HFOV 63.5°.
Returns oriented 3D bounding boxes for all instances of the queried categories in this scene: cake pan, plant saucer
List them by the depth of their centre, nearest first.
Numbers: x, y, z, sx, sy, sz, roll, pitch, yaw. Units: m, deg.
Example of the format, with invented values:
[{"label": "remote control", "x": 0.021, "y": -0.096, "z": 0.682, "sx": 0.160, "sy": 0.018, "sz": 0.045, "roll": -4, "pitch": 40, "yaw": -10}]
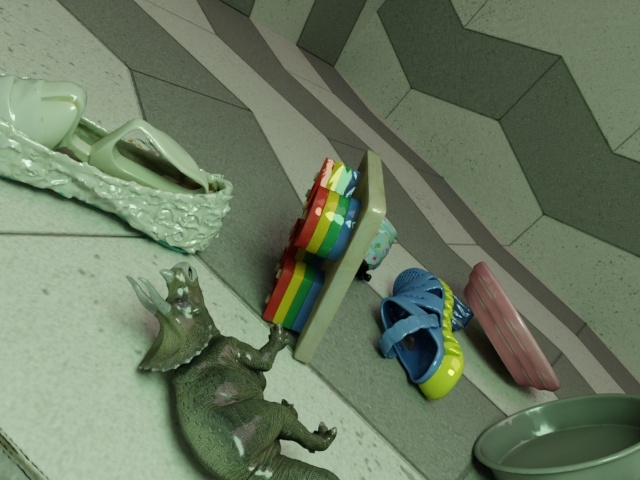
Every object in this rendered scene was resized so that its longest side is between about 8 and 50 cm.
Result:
[{"label": "cake pan", "x": 0.394, "y": 0.320, "z": 0.817, "sx": 0.293, "sy": 0.293, "sz": 0.054, "roll": -8, "pitch": 77, "yaw": -62}, {"label": "plant saucer", "x": 0.437, "y": 0.209, "z": 1.221, "sx": 0.332, "sy": 0.084, "sz": 0.332, "roll": 55, "pitch": 13, "yaw": -20}]

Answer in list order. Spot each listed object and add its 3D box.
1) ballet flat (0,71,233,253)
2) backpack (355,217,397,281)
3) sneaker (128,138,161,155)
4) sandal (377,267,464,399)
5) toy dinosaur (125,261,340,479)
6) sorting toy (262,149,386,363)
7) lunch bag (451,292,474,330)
[{"label": "ballet flat", "x": -0.287, "y": -0.121, "z": 0.653, "sx": 0.409, "sy": 0.147, "sz": 0.147, "roll": 28, "pitch": 26, "yaw": -33}, {"label": "backpack", "x": 0.071, "y": -0.005, "z": 1.001, "sx": 0.152, "sy": 0.115, "sz": 0.182, "roll": 38, "pitch": -7, "yaw": 1}, {"label": "sneaker", "x": -0.277, "y": -0.140, "z": 0.851, "sx": 0.083, "sy": 0.032, "sz": 0.037, "roll": 40, "pitch": 22, "yaw": -6}, {"label": "sandal", "x": 0.172, "y": 0.139, "z": 0.966, "sx": 0.138, "sy": 0.126, "sz": 0.317, "roll": 32, "pitch": 23, "yaw": -13}, {"label": "toy dinosaur", "x": -0.086, "y": 0.173, "z": 0.526, "sx": 0.160, "sy": 0.121, "sz": 0.313, "roll": -2, "pitch": 52, "yaw": -44}, {"label": "sorting toy", "x": 0.000, "y": 0.000, "z": 0.779, "sx": 0.090, "sy": 0.255, "sz": 0.257, "roll": 22, "pitch": 25, "yaw": -6}, {"label": "lunch bag", "x": 0.307, "y": 0.167, "z": 1.206, "sx": 0.098, "sy": 0.065, "sz": 0.067, "roll": 48, "pitch": 7, "yaw": 17}]
